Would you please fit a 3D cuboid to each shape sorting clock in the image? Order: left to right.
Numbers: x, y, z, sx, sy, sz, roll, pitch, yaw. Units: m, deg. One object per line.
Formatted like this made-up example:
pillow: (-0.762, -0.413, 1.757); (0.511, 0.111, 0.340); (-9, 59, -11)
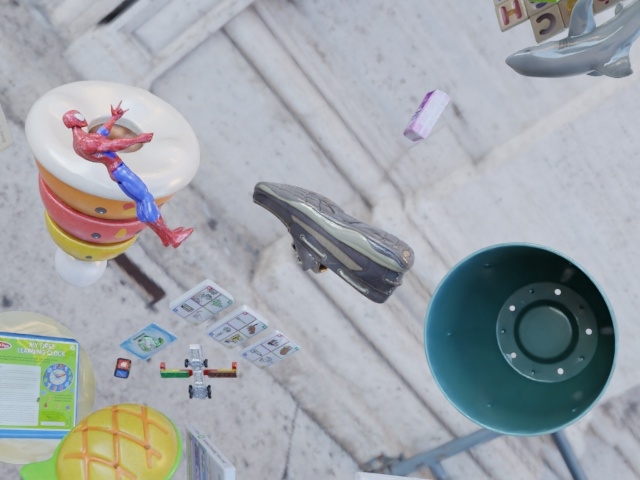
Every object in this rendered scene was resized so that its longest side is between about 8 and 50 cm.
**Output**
shape sorting clock: (-0.398, 0.194, 1.106); (0.206, 0.040, 0.206); (17, 63, -37)

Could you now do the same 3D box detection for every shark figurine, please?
shark figurine: (0.411, -0.283, 1.118); (0.166, 0.278, 0.116); (24, 39, -33)

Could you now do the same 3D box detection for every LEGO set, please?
LEGO set: (-0.176, 0.146, 1.170); (0.182, 0.244, 0.060); (39, 32, -32)

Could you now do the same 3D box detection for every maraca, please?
maraca: (-0.238, 0.247, 0.903); (0.185, 0.099, 0.127); (-30, 52, -34)

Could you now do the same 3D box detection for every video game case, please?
video game case: (-0.188, 0.449, 1.419); (0.023, 0.193, 0.212); (-6, 103, -27)

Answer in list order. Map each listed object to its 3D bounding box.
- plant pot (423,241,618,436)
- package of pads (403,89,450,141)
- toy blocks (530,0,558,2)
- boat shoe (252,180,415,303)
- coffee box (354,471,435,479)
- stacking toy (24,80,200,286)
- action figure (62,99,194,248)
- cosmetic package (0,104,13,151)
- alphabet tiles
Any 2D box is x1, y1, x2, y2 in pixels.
plant pot: (0.344, 0.153, 1.348); (0.235, 0.293, 0.293); (6, 55, -64)
package of pads: (0.168, -0.198, 1.313); (0.032, 0.083, 0.050); (34, -7, -14)
toy blocks: (0.423, -0.515, 1.316); (0.261, 0.381, 0.191); (-44, 136, -41)
boat shoe: (0.000, 0.000, 1.508); (0.355, 0.130, 0.132); (31, 14, 32)
coffee box: (0.078, 0.352, 0.847); (0.246, 0.098, 0.141); (85, 12, -53)
stacking toy: (-0.481, -0.073, 1.806); (0.350, 0.480, 0.351); (15, 42, -13)
action figure: (-0.306, -0.131, 1.398); (0.280, 0.139, 0.091); (47, -20, -22)
cosmetic package: (-0.538, -0.108, 0.982); (0.113, 0.309, 0.160); (29, -33, 22)
alphabet tiles: (0.439, -0.544, 1.533); (0.011, 0.285, 0.343); (22, 53, -51)
